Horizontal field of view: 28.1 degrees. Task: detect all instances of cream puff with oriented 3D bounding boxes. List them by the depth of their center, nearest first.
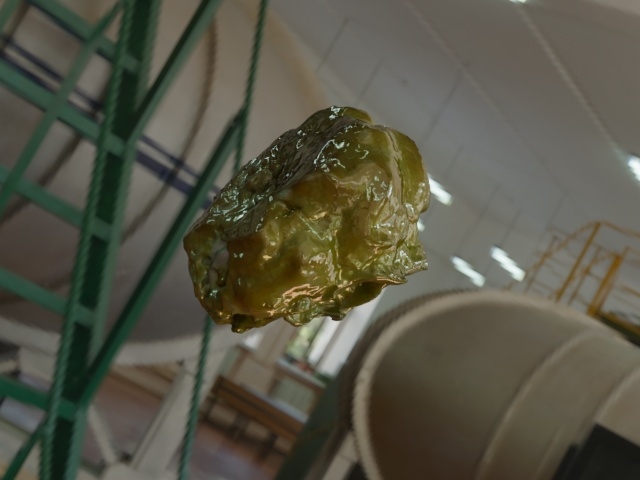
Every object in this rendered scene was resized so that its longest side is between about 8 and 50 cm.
[{"bbox_3d":[-0.002,0.001,1.274,0.185,0.282,0.282,47,-11,-20],"label":"cream puff"}]
